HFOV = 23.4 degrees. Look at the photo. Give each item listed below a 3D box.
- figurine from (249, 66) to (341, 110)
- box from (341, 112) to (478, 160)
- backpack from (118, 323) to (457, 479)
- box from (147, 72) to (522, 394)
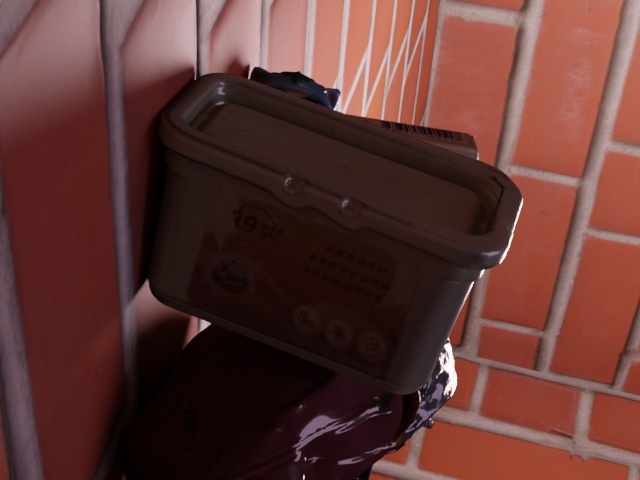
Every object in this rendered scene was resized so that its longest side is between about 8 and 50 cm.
[{"bbox_3d":[-0.048,-0.086,1.595,0.144,0.114,0.178,-49,160,-70],"label":"figurine"},{"bbox_3d":[0.011,-0.039,1.490,0.071,0.259,0.168,-89,-170,-72],"label":"box"},{"bbox_3d":[-0.042,0.171,1.479,0.317,0.283,0.197,-39,112,-56],"label":"backpack"},{"bbox_3d":[0.000,0.000,1.364,0.175,0.311,0.182,-61,170,-62],"label":"box"}]
